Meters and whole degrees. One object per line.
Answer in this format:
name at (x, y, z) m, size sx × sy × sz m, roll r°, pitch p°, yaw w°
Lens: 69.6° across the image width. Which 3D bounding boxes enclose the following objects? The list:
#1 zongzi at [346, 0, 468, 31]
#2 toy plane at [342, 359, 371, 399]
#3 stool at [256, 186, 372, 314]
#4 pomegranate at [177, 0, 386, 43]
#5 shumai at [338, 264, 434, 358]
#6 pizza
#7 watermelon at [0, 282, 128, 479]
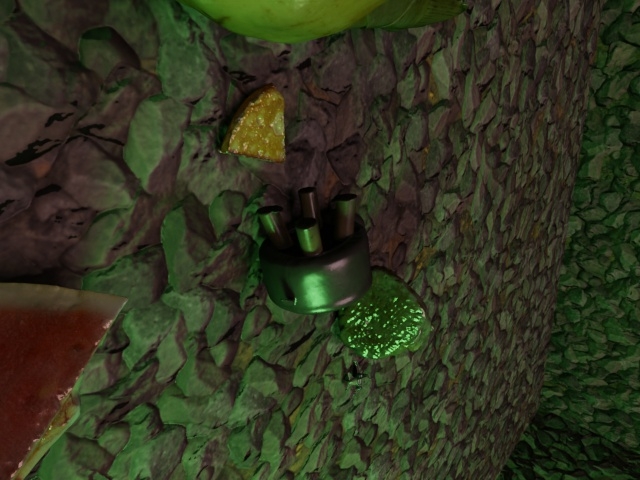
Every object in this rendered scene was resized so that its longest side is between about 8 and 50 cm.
zongzi at (0.057, -0.405, 0.565) m, size 0.300 × 0.145 × 0.274 m, roll -22°, pitch 117°, yaw -35°
toy plane at (0.079, 0.287, 0.948) m, size 0.083 × 0.033 × 0.080 m, roll 9°, pitch 84°, yaw -51°
stool at (-0.009, 0.000, 0.662) m, size 0.228 × 0.153 × 0.139 m, roll -89°, pitch 170°, yaw -63°
pomegranate at (-0.033, -0.330, 0.351) m, size 0.332 × 0.332 × 0.332 m, roll -22°, pitch 121°, yaw -42°
shumai at (0.129, 0.124, 0.870) m, size 0.142 × 0.184 × 0.184 m, roll -31°, pitch 131°, yaw -68°
pizza at (-0.079, -0.134, 0.601) m, size 0.123 × 0.026 × 0.108 m, roll -57°, pitch 141°, yaw -20°
watermelon at (-0.290, 0.153, 0.375) m, size 0.260 × 0.176 × 0.256 m, roll -65°, pitch 154°, yaw -43°
